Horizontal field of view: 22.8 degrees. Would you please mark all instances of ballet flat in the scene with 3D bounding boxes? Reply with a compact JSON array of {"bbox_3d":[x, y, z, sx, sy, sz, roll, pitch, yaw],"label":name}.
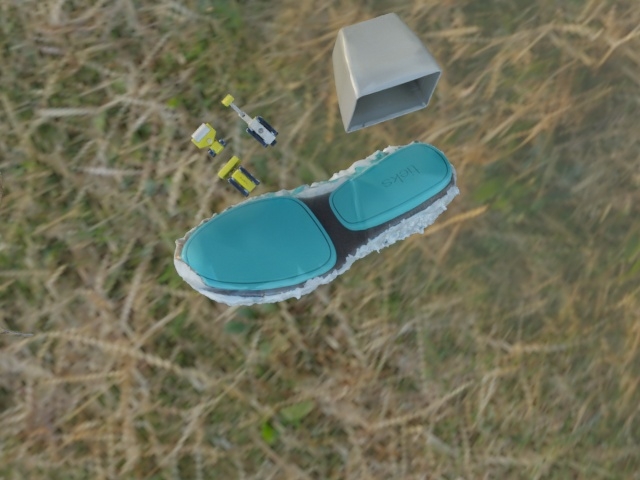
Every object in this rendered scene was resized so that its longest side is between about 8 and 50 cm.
[{"bbox_3d":[0.000,0.000,2.014,0.147,0.409,0.147,44,146,41],"label":"ballet flat"}]

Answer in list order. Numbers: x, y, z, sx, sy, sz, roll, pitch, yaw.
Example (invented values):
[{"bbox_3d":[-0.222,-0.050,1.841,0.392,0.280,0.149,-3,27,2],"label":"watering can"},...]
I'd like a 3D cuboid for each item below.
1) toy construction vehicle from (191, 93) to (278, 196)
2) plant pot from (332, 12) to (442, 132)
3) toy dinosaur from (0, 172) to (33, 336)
[{"bbox_3d":[-0.097,-0.113,1.886,0.098,0.035,0.086,40,92,-1],"label":"toy construction vehicle"},{"bbox_3d":[0.068,-0.204,1.873,0.109,0.109,0.096,-19,75,-12],"label":"plant pot"},{"bbox_3d":[-0.302,0.029,1.346,0.112,0.064,0.211,2,134,-8],"label":"toy dinosaur"}]
